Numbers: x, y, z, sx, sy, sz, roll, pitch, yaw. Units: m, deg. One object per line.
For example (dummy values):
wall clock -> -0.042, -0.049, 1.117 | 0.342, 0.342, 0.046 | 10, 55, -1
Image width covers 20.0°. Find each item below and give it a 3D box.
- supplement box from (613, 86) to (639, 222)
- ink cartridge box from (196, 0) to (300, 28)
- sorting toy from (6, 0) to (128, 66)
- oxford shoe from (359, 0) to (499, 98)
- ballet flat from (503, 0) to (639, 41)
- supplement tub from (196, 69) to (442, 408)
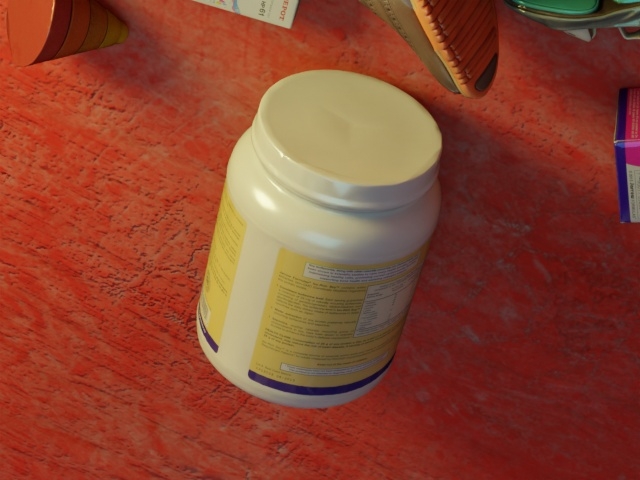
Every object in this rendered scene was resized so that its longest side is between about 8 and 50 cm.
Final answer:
supplement box -> 0.433, -0.096, 1.955 | 0.220, 0.114, 0.111 | -1, 127, 14
ink cartridge box -> -0.074, -0.291, 1.943 | 0.122, 0.052, 0.088 | 15, 129, -2
sorting toy -> -0.206, -0.321, 1.936 | 0.126, 0.127, 0.365 | 10, 134, -35
oxford shoe -> 0.067, -0.298, 1.881 | 0.133, 0.130, 0.363 | -11, 120, 41
ballet flat -> 0.300, -0.238, 1.897 | 0.213, 0.072, 0.068 | -2, 132, 12
supplement tub -> 0.000, 0.000, 2.038 | 0.241, 0.241, 0.331 | 15, 129, -1
